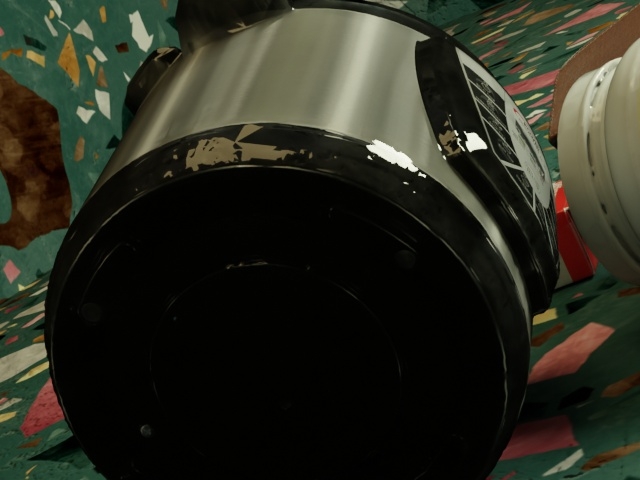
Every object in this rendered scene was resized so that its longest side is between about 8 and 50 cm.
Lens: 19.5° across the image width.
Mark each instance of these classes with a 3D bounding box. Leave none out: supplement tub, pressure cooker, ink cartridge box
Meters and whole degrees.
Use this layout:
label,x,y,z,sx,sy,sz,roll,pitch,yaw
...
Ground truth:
label,x,y,z,sx,sy,sz,roll,pitch,yaw
supplement tub,0.385,-0.088,1.538,0.325,0.235,0.235,-16,14,41
pressure cooker,-0.006,0.000,1.494,0.420,0.375,0.370,-72,3,-63
ink cartridge box,0.209,0.006,1.902,0.231,0.078,0.134,-21,12,19

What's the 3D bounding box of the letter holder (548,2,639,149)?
label,x,y,z,sx,sy,sz,roll,pitch,yaw
letter holder,0.383,-0.193,1.775,0.302,0.152,0.214,-35,28,35
